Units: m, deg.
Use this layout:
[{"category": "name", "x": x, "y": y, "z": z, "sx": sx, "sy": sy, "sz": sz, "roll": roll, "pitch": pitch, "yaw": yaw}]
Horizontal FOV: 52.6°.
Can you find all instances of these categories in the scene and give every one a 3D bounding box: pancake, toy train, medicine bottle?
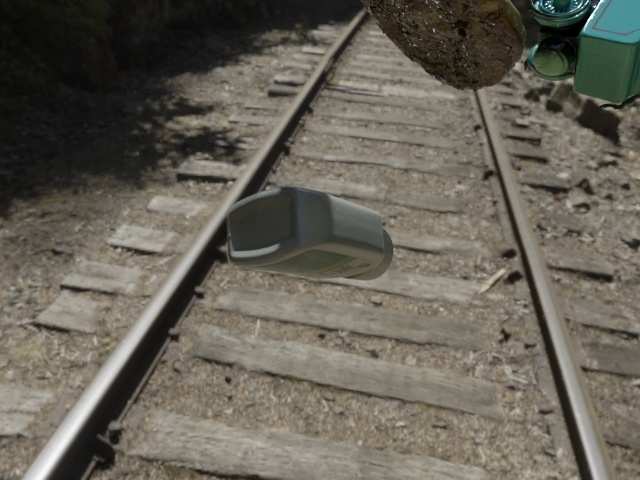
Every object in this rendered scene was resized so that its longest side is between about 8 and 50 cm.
[{"category": "pancake", "x": 0.177, "y": -0.366, "z": 1.036, "sx": 0.356, "sy": 0.065, "sz": 0.356, "roll": 34, "pitch": -2, "yaw": 1}, {"category": "toy train", "x": 0.342, "y": -0.262, "z": 0.766, "sx": 0.163, "sy": 0.112, "sz": 0.203, "roll": 23, "pitch": 66, "yaw": 28}, {"category": "medicine bottle", "x": 0.000, "y": 0.000, "z": 0.644, "sx": 0.119, "sy": 0.069, "sz": 0.183, "roll": -15, "pitch": -15, "yaw": 33}]
